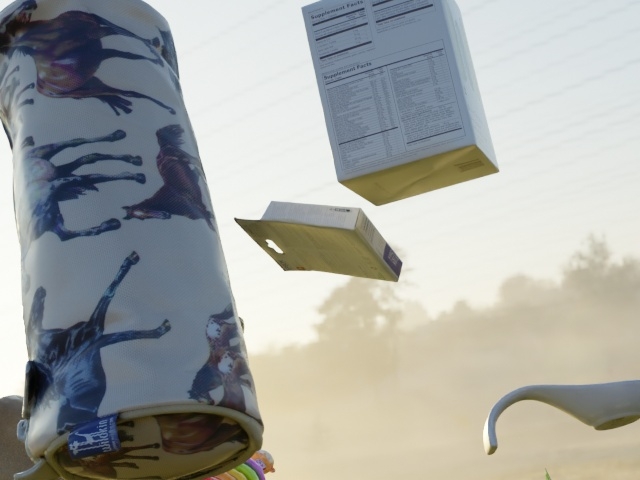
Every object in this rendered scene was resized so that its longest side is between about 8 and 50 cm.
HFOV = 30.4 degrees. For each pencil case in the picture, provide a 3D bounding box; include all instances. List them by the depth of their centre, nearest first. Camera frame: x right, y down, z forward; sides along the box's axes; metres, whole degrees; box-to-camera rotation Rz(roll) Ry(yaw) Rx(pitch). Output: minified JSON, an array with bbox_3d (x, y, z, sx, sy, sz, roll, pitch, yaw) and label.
[{"bbox_3d":[-0.174,-0.008,0.941,0.184,0.410,0.160,-7,-25,-17],"label":"pencil case"}]

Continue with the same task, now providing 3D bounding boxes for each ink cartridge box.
[{"bbox_3d":[0.000,0.000,1.969,0.224,0.045,0.223,5,-22,25],"label":"ink cartridge box"}]

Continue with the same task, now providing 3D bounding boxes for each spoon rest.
[{"bbox_3d":[0.374,0.250,1.770,0.276,0.084,0.137,-12,-24,-6],"label":"spoon rest"}]

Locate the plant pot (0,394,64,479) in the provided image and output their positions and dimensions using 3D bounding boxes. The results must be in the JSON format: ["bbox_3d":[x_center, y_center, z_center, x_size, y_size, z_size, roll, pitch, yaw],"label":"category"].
[{"bbox_3d":[-0.414,0.394,1.835,0.254,0.237,0.237,18,1,21],"label":"plant pot"}]

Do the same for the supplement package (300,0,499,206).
[{"bbox_3d":[0.117,-0.212,1.674,0.198,0.262,0.199,-15,-12,16],"label":"supplement package"}]

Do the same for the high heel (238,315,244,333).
[{"bbox_3d":[-0.202,0.212,2.085,0.093,0.186,0.261,4,-13,14],"label":"high heel"}]

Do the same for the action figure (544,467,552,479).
[{"bbox_3d":[0.430,0.510,2.091,0.063,0.137,0.232,-19,-36,10],"label":"action figure"}]

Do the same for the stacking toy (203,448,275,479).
[{"bbox_3d":[-0.158,0.449,2.108,0.175,0.165,0.302,31,27,14],"label":"stacking toy"}]
